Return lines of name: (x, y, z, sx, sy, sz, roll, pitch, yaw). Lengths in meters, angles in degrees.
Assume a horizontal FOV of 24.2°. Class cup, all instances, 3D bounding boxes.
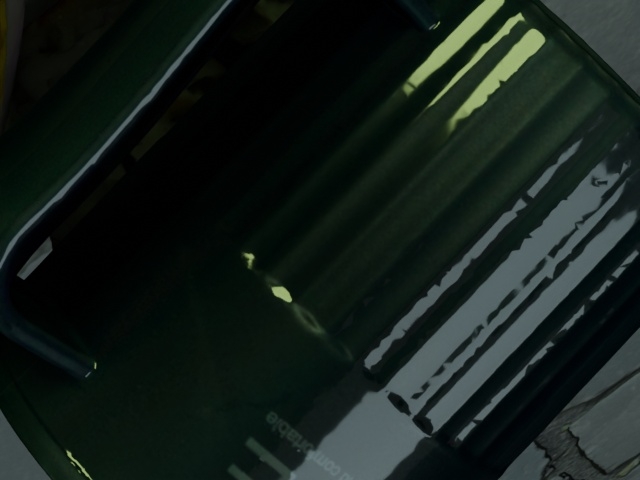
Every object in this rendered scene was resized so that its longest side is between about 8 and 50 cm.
cup: (-0.001, -0.003, 0.719, 0.292, 0.242, 0.308, -45, 108, 6)

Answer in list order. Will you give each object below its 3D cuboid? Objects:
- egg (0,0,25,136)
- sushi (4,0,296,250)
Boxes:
egg: (-0.230, -0.070, 0.643, 0.174, 0.264, 0.286, 11, 111, 1)
sushi: (-0.062, -0.113, 0.813, 0.332, 0.130, 0.124, -40, 148, 9)
